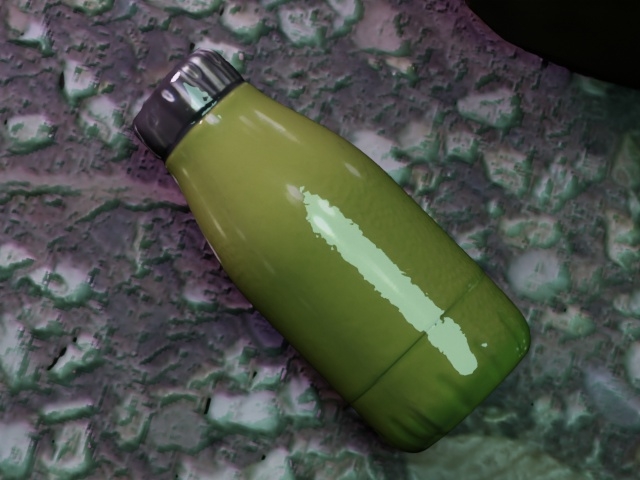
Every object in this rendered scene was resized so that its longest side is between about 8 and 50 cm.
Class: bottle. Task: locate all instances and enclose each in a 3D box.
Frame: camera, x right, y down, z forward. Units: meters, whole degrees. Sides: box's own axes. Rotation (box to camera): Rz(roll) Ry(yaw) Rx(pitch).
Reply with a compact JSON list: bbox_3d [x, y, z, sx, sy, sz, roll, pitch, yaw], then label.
[{"bbox_3d":[0.000,0.000,1.057,0.260,0.112,0.112,46,70,2],"label":"bottle"}]

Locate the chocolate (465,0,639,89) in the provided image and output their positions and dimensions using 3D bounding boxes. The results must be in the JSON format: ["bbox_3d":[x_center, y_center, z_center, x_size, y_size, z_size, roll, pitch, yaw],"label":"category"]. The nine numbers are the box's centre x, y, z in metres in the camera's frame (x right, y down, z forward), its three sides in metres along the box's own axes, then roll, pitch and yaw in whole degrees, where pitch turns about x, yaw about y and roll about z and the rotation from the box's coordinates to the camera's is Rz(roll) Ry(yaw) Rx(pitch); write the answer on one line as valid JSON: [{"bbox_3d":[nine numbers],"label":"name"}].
[{"bbox_3d":[0.246,-0.273,1.080,0.314,0.326,0.297,28,67,-48],"label":"chocolate"}]
